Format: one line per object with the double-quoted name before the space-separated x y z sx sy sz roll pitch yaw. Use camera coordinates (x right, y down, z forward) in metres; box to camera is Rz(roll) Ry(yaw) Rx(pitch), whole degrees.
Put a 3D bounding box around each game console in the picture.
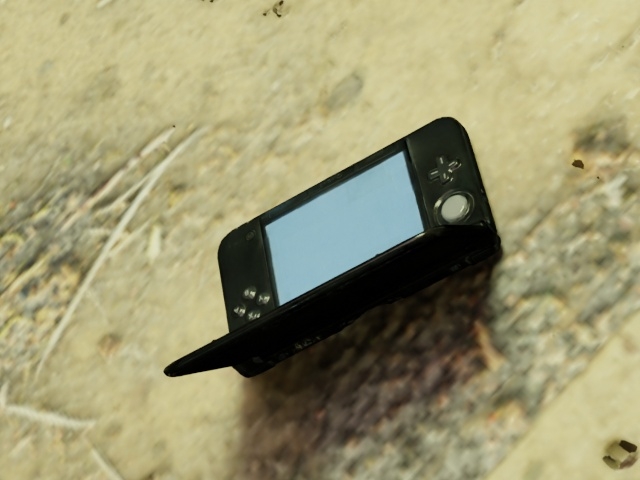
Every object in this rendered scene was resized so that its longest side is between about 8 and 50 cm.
"game console" 0.000 0.000 0.655 0.122 0.071 0.107 -27 48 18
